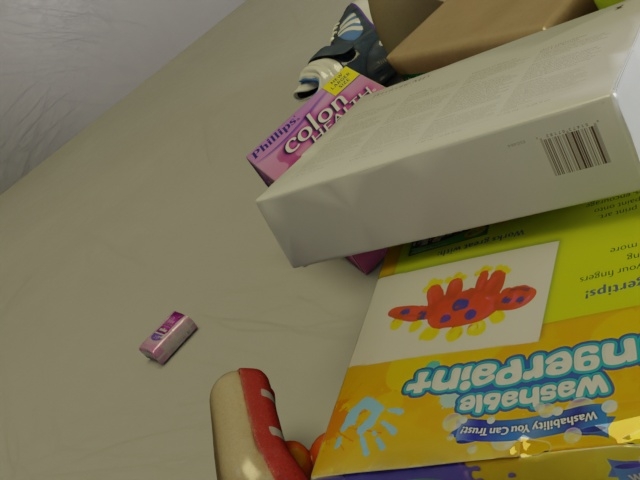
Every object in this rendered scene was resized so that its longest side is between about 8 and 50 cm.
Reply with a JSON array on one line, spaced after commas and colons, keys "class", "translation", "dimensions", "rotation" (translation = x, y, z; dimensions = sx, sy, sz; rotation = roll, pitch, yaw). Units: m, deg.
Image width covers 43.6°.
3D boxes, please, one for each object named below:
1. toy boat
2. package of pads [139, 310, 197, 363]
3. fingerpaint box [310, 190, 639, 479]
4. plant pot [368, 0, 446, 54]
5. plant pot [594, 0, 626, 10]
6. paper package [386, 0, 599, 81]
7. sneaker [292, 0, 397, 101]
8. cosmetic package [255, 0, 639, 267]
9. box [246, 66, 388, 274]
[{"class": "toy boat", "translation": [-0.027, 0.228, 0.803], "dimensions": [0.151, 0.151, 0.231], "rotation": [-6, 26, -11]}, {"class": "package of pads", "translation": [-0.233, 0.148, 1.223], "dimensions": [0.050, 0.032, 0.083], "rotation": [10, 50, 49]}, {"class": "fingerpaint box", "translation": [0.258, 0.079, 0.681], "dimensions": [0.444, 0.163, 0.371], "rotation": [-17, 31, 31]}, {"class": "plant pot", "translation": [0.202, -0.425, 1.457], "dimensions": [0.191, 0.284, 0.284], "rotation": [111, -177, -46]}, {"class": "plant pot", "translation": [0.449, -0.304, 0.870], "dimensions": [0.227, 0.228, 0.207], "rotation": [12, 78, 62]}, {"class": "paper package", "translation": [0.310, -0.290, 1.113], "dimensions": [0.309, 0.168, 0.324], "rotation": [-44, 25, -20]}, {"class": "sneaker", "translation": [0.032, -0.383, 1.676], "dimensions": [0.236, 0.130, 0.323], "rotation": [-28, 34, 1]}, {"class": "cosmetic package", "translation": [0.156, -0.113, 0.834], "dimensions": [0.377, 0.097, 0.284], "rotation": [-13, 26, 37]}, {"class": "box", "translation": [0.051, -0.110, 1.164], "dimensions": [0.213, 0.117, 0.243], "rotation": [-43, 44, -7]}]
